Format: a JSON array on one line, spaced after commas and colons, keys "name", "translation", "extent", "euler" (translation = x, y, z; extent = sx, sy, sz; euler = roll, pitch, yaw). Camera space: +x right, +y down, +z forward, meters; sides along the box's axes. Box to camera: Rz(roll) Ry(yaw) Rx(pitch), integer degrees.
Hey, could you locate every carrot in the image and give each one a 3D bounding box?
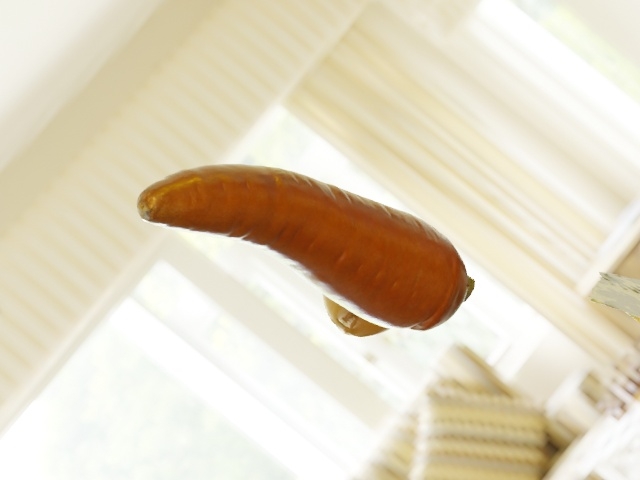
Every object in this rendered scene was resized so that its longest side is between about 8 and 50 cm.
[{"name": "carrot", "translation": [0.000, 0.000, 0.520], "extent": [0.142, 0.035, 0.035], "euler": [21, -66, -46]}]

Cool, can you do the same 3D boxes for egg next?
[{"name": "egg", "translation": [0.041, 0.026, 1.344], "extent": [0.080, 0.080, 0.096], "euler": [122, 169, -77]}]

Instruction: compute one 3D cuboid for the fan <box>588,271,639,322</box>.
[{"name": "fan", "translation": [0.268, 0.053, 1.383], "extent": [0.240, 0.131, 0.009], "euler": [3, -69, -60]}]
